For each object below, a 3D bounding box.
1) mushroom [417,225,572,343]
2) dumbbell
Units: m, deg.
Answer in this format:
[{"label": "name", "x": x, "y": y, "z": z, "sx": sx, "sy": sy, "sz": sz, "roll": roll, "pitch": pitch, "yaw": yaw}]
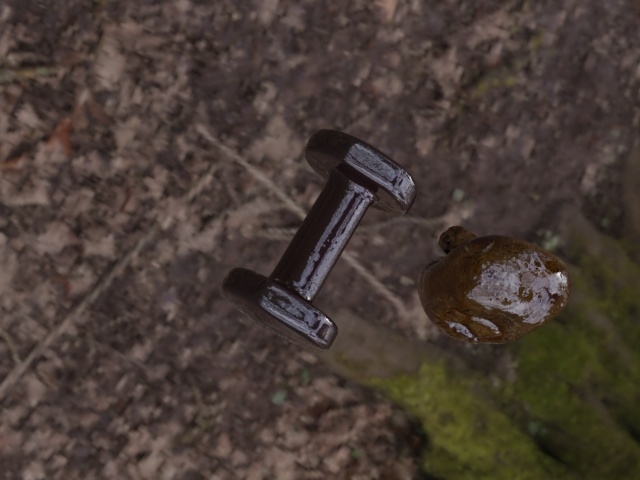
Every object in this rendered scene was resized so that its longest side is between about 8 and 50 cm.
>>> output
[{"label": "mushroom", "x": 0.233, "y": 0.073, "z": 1.830, "sx": 0.138, "sy": 0.194, "sz": 0.231, "roll": -63, "pitch": -179, "yaw": -17}, {"label": "dumbbell", "x": 0.000, "y": 0.000, "z": 1.466, "sx": 0.225, "sy": 0.140, "sz": 0.124, "roll": -58, "pitch": -175, "yaw": -11}]
